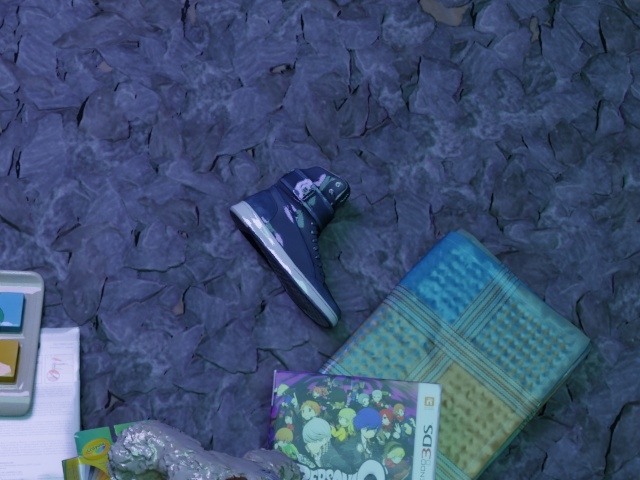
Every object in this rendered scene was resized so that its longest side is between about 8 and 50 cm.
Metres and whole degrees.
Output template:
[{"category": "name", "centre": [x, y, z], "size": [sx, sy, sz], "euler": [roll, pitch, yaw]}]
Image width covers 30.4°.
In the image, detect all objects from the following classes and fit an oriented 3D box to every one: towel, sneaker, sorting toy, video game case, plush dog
[{"category": "towel", "centre": [0.175, 0.190, 1.677], "size": [0.271, 0.040, 0.370], "euler": [43, 72, 6]}, {"category": "sneaker", "centre": [0.000, -0.001, 1.680], "size": [0.163, 0.086, 0.226], "euler": [-34, 80, -15]}, {"category": "sorting toy", "centre": [-0.473, 0.128, 1.560], "size": [0.193, 0.038, 0.208], "euler": [3, 59, -8]}, {"category": "video game case", "centre": [0.042, 0.288, 1.587], "size": [0.232, 0.042, 0.210], "euler": [5, 81, 1]}, {"category": "plush dog", "centre": [-0.145, 0.369, 1.434], "size": [0.262, 0.210, 0.225], "euler": [17, 96, -20]}]

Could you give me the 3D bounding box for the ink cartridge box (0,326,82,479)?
[{"category": "ink cartridge box", "centre": [-0.409, 0.228, 1.563], "size": [0.181, 0.056, 0.224], "euler": [-1, 58, -10]}]

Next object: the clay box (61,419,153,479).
[{"category": "clay box", "centre": [-0.253, 0.348, 1.505], "size": [0.127, 0.053, 0.222], "euler": [-3, 77, -39]}]
